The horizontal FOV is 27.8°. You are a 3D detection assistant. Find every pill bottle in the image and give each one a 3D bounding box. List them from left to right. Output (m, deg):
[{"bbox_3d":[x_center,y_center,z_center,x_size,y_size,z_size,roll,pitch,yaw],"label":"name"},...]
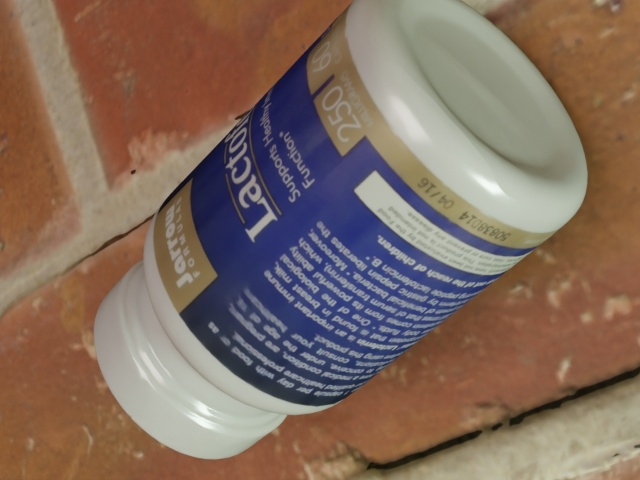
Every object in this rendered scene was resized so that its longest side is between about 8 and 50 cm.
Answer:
[{"bbox_3d":[0.000,0.000,0.697,0.264,0.153,0.153,-43,70,31],"label":"pill bottle"}]
